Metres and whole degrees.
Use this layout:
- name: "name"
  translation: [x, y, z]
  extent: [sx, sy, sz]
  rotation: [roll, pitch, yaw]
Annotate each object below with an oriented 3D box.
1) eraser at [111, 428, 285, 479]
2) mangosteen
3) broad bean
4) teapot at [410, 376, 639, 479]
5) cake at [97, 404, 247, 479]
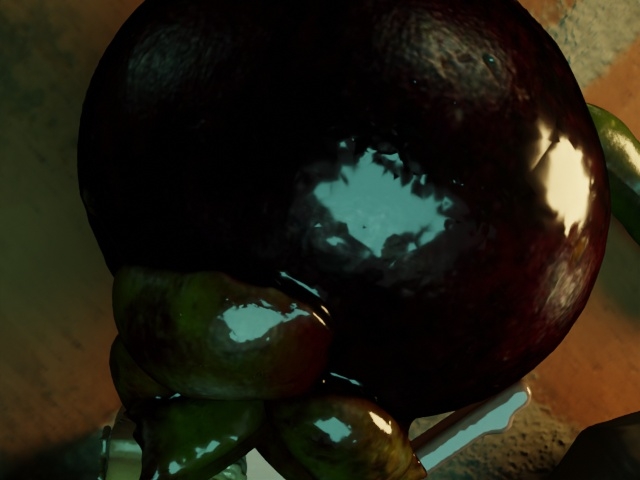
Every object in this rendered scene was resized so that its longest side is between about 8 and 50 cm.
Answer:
- name: "eraser"
  translation: [-0.081, 0.234, 0.817]
  extent: [0.125, 0.068, 0.210]
  rotation: [-7, 106, -10]
- name: "mangosteen"
  translation: [0.000, 0.000, 0.634]
  extent: [0.307, 0.307, 0.346]
  rotation: [26, 74, -19]
- name: "broad bean"
  translation: [0.241, -0.027, 0.831]
  extent: [0.065, 0.046, 0.254]
  rotation: [-38, 112, 13]
- name: "teapot"
  translation: [0.181, 0.292, 0.796]
  extent: [0.362, 0.305, 0.376]
  rotation: [-39, 91, 7]
- name: "cake"
  translation: [-0.096, 0.220, 0.716]
  extent: [0.090, 0.109, 0.225]
  rotation: [2, 101, -5]
